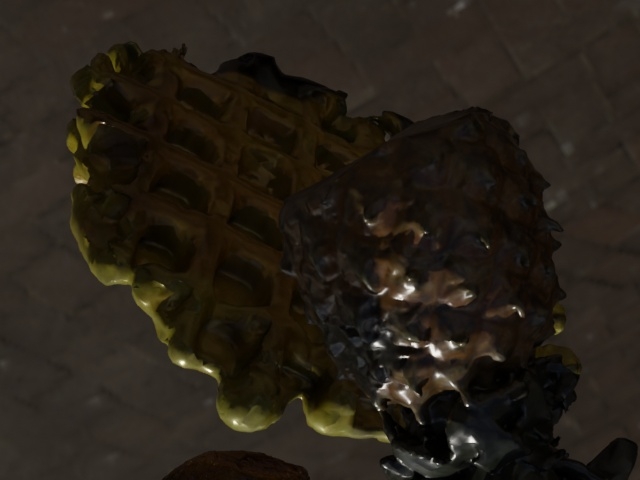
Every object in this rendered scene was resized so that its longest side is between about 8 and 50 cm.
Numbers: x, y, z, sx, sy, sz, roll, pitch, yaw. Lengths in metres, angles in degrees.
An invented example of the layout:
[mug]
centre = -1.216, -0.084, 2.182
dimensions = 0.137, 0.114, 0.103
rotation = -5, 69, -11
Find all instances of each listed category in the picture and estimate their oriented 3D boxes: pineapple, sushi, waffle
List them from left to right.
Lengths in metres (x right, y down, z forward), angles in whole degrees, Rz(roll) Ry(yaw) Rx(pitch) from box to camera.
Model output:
[sushi]
centre = -0.046, 0.146, 0.971
dimensions = 0.099, 0.050, 0.047
rotation = 11, 102, -20
[waffle]
centre = 0.002, -0.002, 0.986
dimensions = 0.312, 0.307, 0.060
rotation = 3, 136, -39
[pineapple]
centre = 0.064, 0.072, 0.668
dimensions = 0.119, 0.237, 0.111
rotation = -25, -174, -34
